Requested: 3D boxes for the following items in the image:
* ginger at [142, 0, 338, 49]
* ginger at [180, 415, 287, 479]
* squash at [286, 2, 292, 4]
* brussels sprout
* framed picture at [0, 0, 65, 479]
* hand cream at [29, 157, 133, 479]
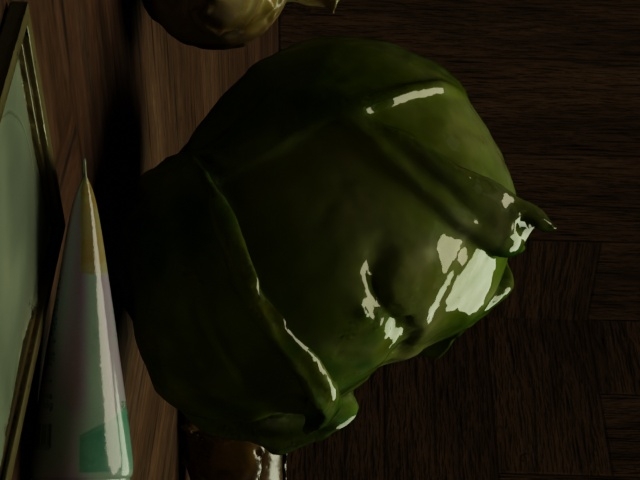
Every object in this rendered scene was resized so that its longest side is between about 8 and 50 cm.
[{"bbox_3d":[-0.055,-0.217,1.004,0.138,0.152,0.267,-59,175,27],"label":"ginger"},{"bbox_3d":[-0.081,0.224,1.334,0.133,0.107,0.309,9,83,-65],"label":"ginger"},{"bbox_3d":[-0.043,-0.300,1.249,0.193,0.156,0.193,23,90,-89],"label":"squash"},{"bbox_3d":[-0.003,-0.001,0.922,0.227,0.259,0.294,58,2,-14],"label":"brussels sprout"},{"bbox_3d":[-0.130,0.019,0.587,0.136,0.010,0.201,92,1,-46],"label":"framed picture"},{"bbox_3d":[-0.111,0.054,0.681,0.076,0.047,0.174,136,-46,-77],"label":"hand cream"}]
